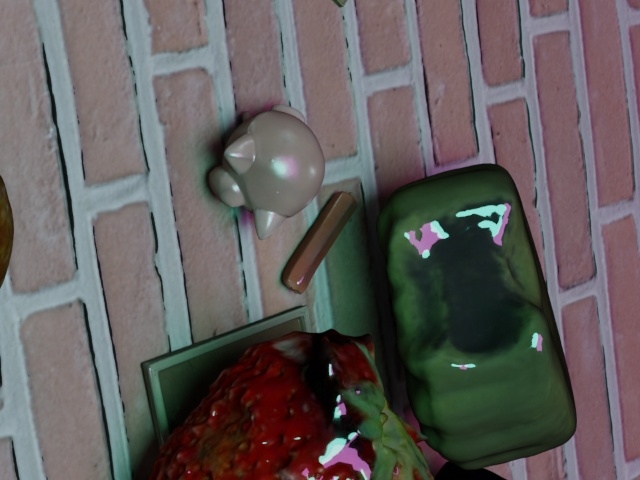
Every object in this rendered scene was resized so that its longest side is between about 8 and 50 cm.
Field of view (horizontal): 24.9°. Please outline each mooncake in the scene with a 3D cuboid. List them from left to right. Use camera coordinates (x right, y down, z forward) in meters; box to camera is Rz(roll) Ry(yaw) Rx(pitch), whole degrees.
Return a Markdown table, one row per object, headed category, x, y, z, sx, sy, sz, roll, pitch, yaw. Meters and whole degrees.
| category | x | y | z | sx | sy | sz | roll | pitch | yaw |
| --- | --- | --- | --- | --- | --- | --- | --- | --- | --- |
| mooncake | 0.181 | 0.092 | 1.716 | 0.351 | 0.187 | 0.351 | -17 | 90 | -81 |

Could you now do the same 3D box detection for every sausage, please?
| category | x | y | z | sx | sy | sz | roll | pitch | yaw |
| --- | --- | --- | --- | --- | --- | --- | --- | --- | --- |
| sausage | 0.000 | 0.000 | 1.731 | 0.030 | 0.035 | 0.147 | 46 | 63 | -28 |

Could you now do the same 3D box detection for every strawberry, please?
| category | x | y | z | sx | sy | sz | roll | pitch | yaw |
| --- | --- | --- | --- | --- | --- | --- | --- | --- | --- |
| strawberry | -0.038 | 0.257 | 1.571 | 0.291 | 0.310 | 0.292 | 38 | 41 | -42 |

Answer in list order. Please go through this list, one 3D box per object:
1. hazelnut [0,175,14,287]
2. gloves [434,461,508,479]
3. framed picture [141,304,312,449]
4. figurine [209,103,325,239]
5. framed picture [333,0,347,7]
| category | x | y | z | sx | sy | sz | roll | pitch | yaw |
| --- | --- | --- | --- | --- | --- | --- | --- | --- | --- |
| hazelnut | -0.376 | -0.025 | 1.316 | 0.218 | 0.218 | 0.234 | -38 | 115 | -31 |
| gloves | 0.230 | 0.403 | 1.885 | 0.197 | 0.152 | 0.301 | -55 | 142 | 9 |
| framed picture | -0.079 | 0.260 | 1.690 | 0.240 | 0.020 | 0.324 | -20 | 104 | -37 |
| figurine | -0.057 | -0.084 | 1.635 | 0.138 | 0.125 | 0.125 | -51 | 122 | -43 |
| framed picture | -0.004 | -0.395 | 1.724 | 0.201 | 0.010 | 0.136 | 43 | 67 | -33 |
